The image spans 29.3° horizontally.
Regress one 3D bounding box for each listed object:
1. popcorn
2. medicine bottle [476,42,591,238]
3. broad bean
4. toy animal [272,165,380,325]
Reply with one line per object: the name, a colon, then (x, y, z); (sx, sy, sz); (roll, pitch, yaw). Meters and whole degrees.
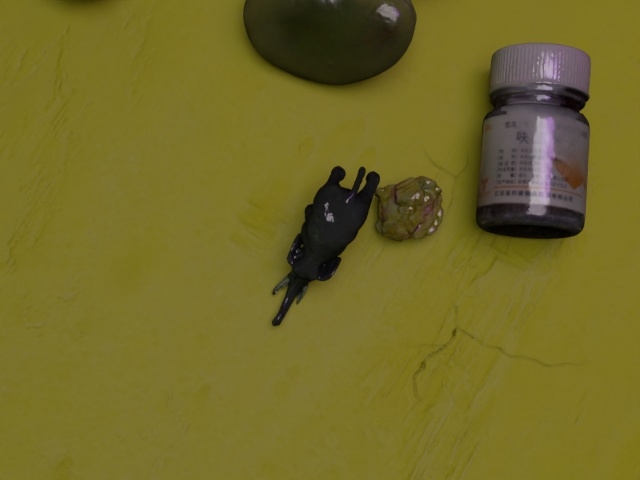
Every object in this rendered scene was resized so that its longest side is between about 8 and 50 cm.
popcorn: (0.135, -0.047, 1.860); (0.097, 0.089, 0.109); (32, 90, -36)
medicine bottle: (0.323, -0.146, 1.844); (0.165, 0.165, 0.273); (6, 83, -4)
broad bean: (0.015, -0.329, 1.859); (0.263, 0.121, 0.189); (12, 118, 9)
toy animal: (0.001, -0.003, 1.821); (0.082, 0.137, 0.269); (29, 122, -3)
